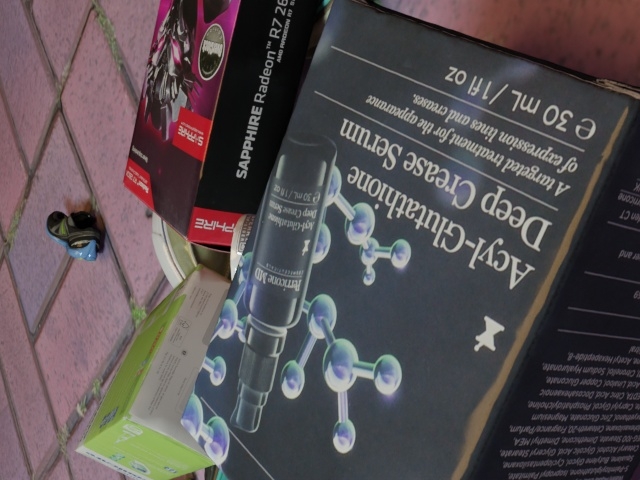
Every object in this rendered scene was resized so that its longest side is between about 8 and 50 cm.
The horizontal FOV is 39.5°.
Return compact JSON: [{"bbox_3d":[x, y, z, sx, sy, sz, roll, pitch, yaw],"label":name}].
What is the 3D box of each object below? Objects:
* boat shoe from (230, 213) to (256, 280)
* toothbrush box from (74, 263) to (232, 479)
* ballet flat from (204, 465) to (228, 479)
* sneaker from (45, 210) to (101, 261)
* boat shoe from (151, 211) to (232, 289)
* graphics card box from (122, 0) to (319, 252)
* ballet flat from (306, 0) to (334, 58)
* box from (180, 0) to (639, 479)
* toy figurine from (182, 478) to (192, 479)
[{"bbox_3d":[-0.018,0.072,0.930,0.301,0.102,0.108,82,-163,-56],"label":"boat shoe"},{"bbox_3d":[-0.186,0.179,1.124,0.283,0.122,0.206,-36,27,57],"label":"toothbrush box"},{"bbox_3d":[-0.101,0.239,1.156,0.096,0.095,0.280,-108,35,-44],"label":"ballet flat"},{"bbox_3d":[-0.443,-0.019,1.627,0.188,0.067,0.078,27,94,51],"label":"sneaker"},{"bbox_3d":[-0.168,-0.059,1.199,0.094,0.109,0.302,-32,66,49],"label":"boat shoe"},{"bbox_3d":[-0.106,-0.197,0.956,0.233,0.094,0.371,34,112,57],"label":"graphics card box"},{"bbox_3d":[-0.004,-0.242,0.973,0.248,0.086,0.086,-10,85,58],"label":"ballet flat"},{"bbox_3d":[0.100,0.052,0.693,0.293,0.212,0.395,34,109,46],"label":"box"},{"bbox_3d":[-0.240,0.468,1.381,0.173,0.130,0.159,-24,87,27],"label":"toy figurine"}]
